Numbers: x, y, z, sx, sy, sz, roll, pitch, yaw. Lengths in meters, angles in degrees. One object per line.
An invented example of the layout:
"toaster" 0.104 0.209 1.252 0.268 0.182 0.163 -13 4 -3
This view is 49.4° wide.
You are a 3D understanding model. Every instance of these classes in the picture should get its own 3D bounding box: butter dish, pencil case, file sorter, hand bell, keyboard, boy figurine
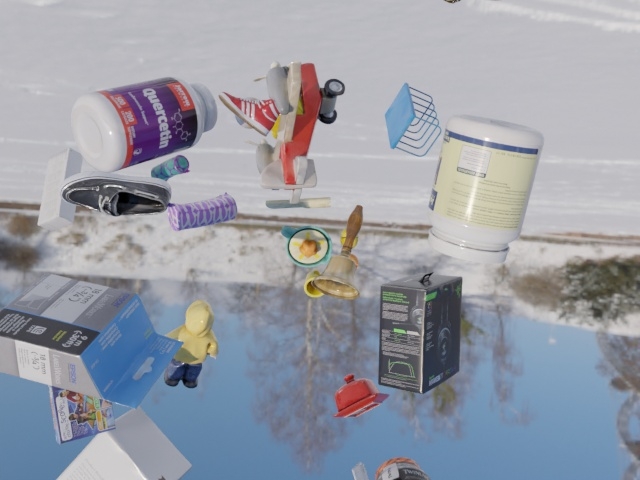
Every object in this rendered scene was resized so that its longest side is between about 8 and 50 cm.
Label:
"butter dish" 0.108 0.462 2.111 0.159 0.118 0.160 -31 158 12
"pencil case" -0.517 -0.243 2.393 0.151 0.070 0.064 -17 -160 42
"file sorter" 0.258 -0.331 1.929 0.104 0.118 0.170 19 -141 -19
"hand bell" 0.069 0.016 1.774 0.126 0.242 0.126 14 158 6
"pencil case" -0.337 -0.085 1.994 0.206 0.088 0.086 -15 169 -40
"keyboard" 0.139 0.729 1.865 0.014 0.256 0.072 -23 171 26
"boy figurine" -0.371 0.290 1.956 0.177 0.285 0.092 8 -148 -19

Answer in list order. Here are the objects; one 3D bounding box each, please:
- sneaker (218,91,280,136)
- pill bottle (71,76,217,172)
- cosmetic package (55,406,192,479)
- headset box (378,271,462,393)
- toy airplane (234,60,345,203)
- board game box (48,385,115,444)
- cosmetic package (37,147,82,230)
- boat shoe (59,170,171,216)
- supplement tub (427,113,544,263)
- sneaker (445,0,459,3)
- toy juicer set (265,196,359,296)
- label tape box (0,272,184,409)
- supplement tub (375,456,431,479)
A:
"sneaker" -0.132 -0.259 1.322 0.118 0.067 0.042 37 178 -18
"pill bottle" -0.404 -0.283 1.639 0.181 0.182 0.323 8 -155 42
"cosmetic package" -0.582 0.683 1.855 0.230 0.453 0.161 46 -160 7
"headset box" 0.264 0.222 1.810 0.131 0.283 0.246 5 -173 33
"toy airplane" -0.108 -0.295 1.877 0.272 0.386 0.384 17 -165 -2
"board game box" -0.578 0.371 1.671 0.136 0.201 0.035 -8 179 -34
"cosmetic package" -0.783 -0.154 2.102 0.098 0.239 0.060 -18 150 30
"boat shoe" -0.560 -0.113 1.887 0.301 0.108 0.102 4 -140 -6
"supplement tub" 0.393 -0.128 1.697 0.235 0.325 0.235 10 -164 -3
"sneaker" 0.352 -0.620 1.715 0.225 0.093 0.088 12 153 16
"toy juicer set" 0.000 0.000 1.993 0.209 0.329 0.089 -21 -154 8
"label tape box" -0.482 0.196 1.440 0.333 0.106 0.241 12 -152 9
"supplement tub" 0.262 0.809 2.065 0.193 0.194 0.316 4 -157 -9
